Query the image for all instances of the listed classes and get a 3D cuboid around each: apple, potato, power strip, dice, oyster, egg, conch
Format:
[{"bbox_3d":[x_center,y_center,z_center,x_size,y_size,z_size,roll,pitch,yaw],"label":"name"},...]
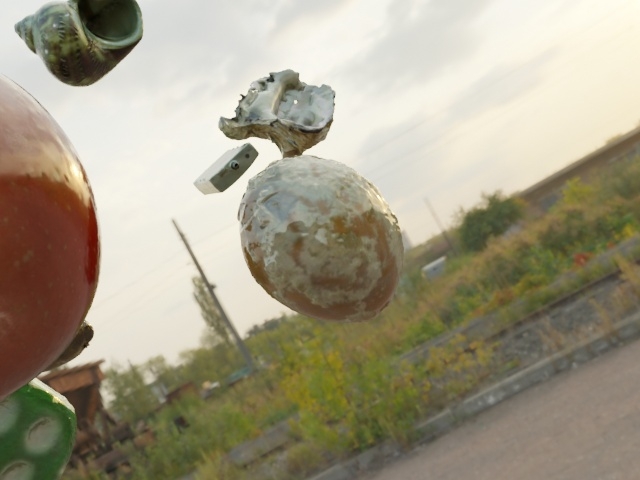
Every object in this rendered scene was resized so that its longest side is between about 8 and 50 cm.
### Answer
[{"bbox_3d":[-0.274,0.010,0.527,0.260,0.216,0.260,-21,33,14],"label":"apple"},{"bbox_3d":[-0.278,0.109,0.853,0.083,0.051,0.040,-30,29,-18],"label":"potato"},{"bbox_3d":[-0.138,-0.102,1.184,0.080,0.029,0.227,-45,13,-9],"label":"power strip"},{"bbox_3d":[-0.630,0.337,1.417,0.300,0.287,0.297,14,68,43],"label":"dice"},{"bbox_3d":[-0.067,-0.186,1.219,0.191,0.163,0.081,-2,-36,-27],"label":"oyster"},{"bbox_3d":[0.000,0.000,1.013,0.195,0.233,0.195,-36,3,2],"label":"egg"},{"bbox_3d":[-0.413,-0.353,1.384,0.124,0.187,0.181,-2,-13,40],"label":"conch"}]
